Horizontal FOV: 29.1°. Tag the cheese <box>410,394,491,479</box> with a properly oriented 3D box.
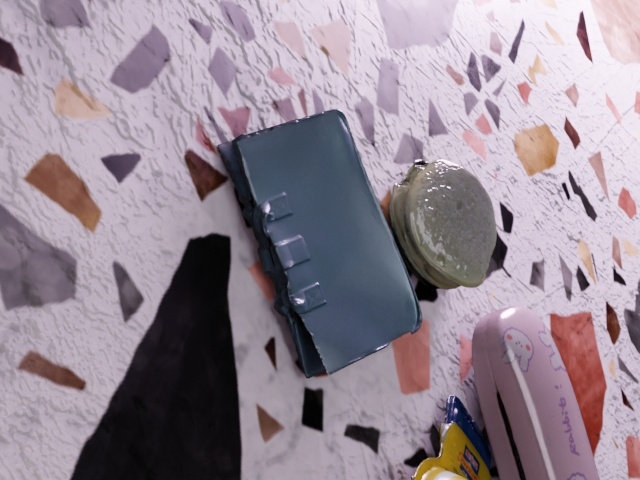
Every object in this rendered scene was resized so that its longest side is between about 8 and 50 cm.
[{"bbox_3d":[0.126,0.256,1.120,0.177,0.069,0.270,56,26,-26],"label":"cheese"}]

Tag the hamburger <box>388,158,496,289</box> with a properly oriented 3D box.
[{"bbox_3d":[0.123,-0.015,1.242,0.133,0.062,0.140,48,45,-20],"label":"hamburger"}]

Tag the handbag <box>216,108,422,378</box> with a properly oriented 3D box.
[{"bbox_3d":[0.000,0.000,1.096,0.144,0.057,0.221,-19,89,-48],"label":"handbag"}]

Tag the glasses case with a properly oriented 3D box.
[{"bbox_3d":[0.226,0.213,1.254,0.113,0.075,0.297,-9,81,-54],"label":"glasses case"}]
